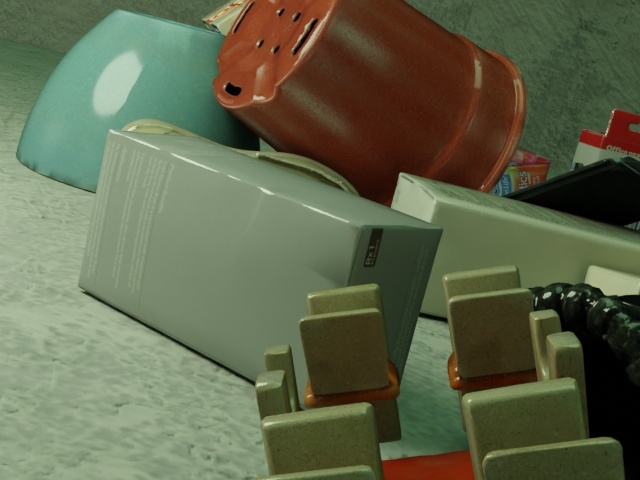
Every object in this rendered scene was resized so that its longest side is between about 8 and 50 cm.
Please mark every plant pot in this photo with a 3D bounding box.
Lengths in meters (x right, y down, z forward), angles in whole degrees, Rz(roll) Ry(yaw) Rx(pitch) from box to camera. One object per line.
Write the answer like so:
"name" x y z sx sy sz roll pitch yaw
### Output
"plant pot" -0.198 -0.165 1.223 0.290 0.195 0.290 14 11 -3
"plant pot" 0.043 -0.168 1.148 0.265 0.272 0.272 32 -1 -33

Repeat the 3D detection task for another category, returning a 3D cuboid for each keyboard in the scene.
"keyboard" 0.278 -0.021 1.146 0.202 0.033 0.317 21 -23 -29

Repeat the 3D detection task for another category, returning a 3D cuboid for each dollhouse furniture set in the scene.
"dollhouse furniture set" 0.101 0.102 0.438 0.259 0.135 0.262 -8 9 5

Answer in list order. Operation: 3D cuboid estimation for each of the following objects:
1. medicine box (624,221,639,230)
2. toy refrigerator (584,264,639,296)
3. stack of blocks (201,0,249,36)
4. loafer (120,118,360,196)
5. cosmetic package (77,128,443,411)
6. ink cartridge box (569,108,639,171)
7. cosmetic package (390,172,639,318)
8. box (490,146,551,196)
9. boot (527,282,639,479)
"medicine box" 0.566 0.005 1.498 0.264 0.149 0.289 4 16 -45
"toy refrigerator" 0.370 0.100 0.911 0.270 0.094 0.102 13 4 -12
"stack of blocks" -0.040 -0.191 1.378 0.297 0.087 0.171 57 -5 -21
"loafer" -0.080 -0.044 1.033 0.269 0.101 0.092 14 20 -18
"cosmetic package" -0.048 0.013 0.701 0.238 0.127 0.107 24 14 32
"ink cartridge box" 0.519 -0.114 1.820 0.134 0.231 0.078 11 11 -20
"cosmetic package" 0.225 0.029 1.017 0.310 0.113 0.160 12 11 -9
"box" 0.282 -0.115 1.786 0.123 0.128 0.257 12 12 -15
"boot" 0.290 0.118 0.600 0.348 0.131 0.260 16 7 36
